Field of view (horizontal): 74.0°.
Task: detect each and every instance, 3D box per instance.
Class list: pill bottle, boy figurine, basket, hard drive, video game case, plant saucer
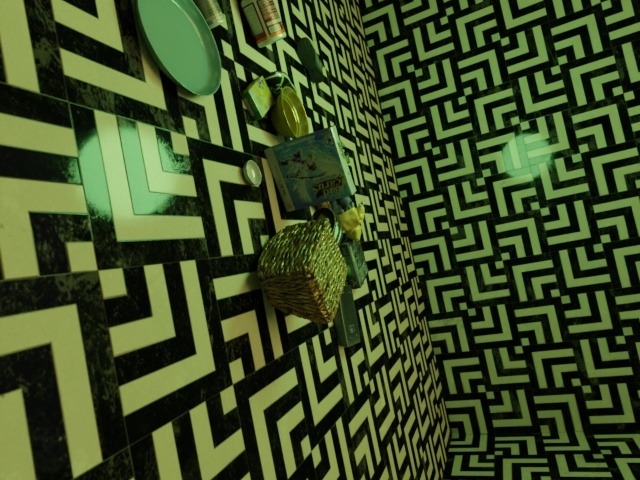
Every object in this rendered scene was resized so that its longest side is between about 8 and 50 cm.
[{"bbox_3d":[-0.351,-0.714,1.278,0.078,0.078,0.137,-70,141,-52],"label":"pill bottle"},{"bbox_3d":[0.126,-0.114,1.933,0.285,0.177,0.092,57,4,-37],"label":"boy figurine"},{"bbox_3d":[-0.060,0.104,1.352,0.299,0.214,0.223,-70,144,-53],"label":"basket"},{"bbox_3d":[0.106,0.322,1.823,0.172,0.054,0.254,11,68,-66],"label":"hard drive"},{"bbox_3d":[-0.224,-0.856,1.594,0.221,0.121,0.121,67,25,-23],"label":"pill bottle"},{"bbox_3d":[-0.038,-0.249,1.513,0.244,0.270,0.061,69,25,-17],"label":"video game case"},{"bbox_3d":[-0.385,-0.546,1.158,0.317,0.044,0.317,42,41,-53],"label":"plant saucer"}]

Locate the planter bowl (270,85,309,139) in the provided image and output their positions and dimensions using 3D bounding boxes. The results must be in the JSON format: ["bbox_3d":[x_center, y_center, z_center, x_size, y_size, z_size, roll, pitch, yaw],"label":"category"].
[{"bbox_3d":[-0.132,-0.474,1.644,0.217,0.090,0.217,42,42,-53],"label":"planter bowl"}]

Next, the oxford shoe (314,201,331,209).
[{"bbox_3d":[-0.015,-0.168,1.811,0.076,0.076,0.212,-47,131,-27],"label":"oxford shoe"}]

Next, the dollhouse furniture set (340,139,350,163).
[{"bbox_3d":[0.103,-0.451,2.196,0.152,0.076,0.058,32,49,-60],"label":"dollhouse furniture set"}]

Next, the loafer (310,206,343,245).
[{"bbox_3d":[0.000,0.000,1.643,0.130,0.134,0.366,53,32,-44],"label":"loafer"}]

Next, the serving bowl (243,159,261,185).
[{"bbox_3d":[-0.225,-0.216,1.372,0.083,0.027,0.083,-13,90,-68],"label":"serving bowl"}]

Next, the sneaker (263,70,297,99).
[{"bbox_3d":[-0.145,-0.590,1.684,0.235,0.084,0.097,4,76,-66],"label":"sneaker"}]

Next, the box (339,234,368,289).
[{"bbox_3d":[0.161,0.095,2.065,0.183,0.059,0.232,-51,125,-62],"label":"box"}]

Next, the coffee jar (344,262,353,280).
[{"bbox_3d":[0.062,0.125,1.770,0.184,0.096,0.079,26,56,-63],"label":"coffee jar"}]

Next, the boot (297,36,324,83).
[{"bbox_3d":[-0.051,-0.917,2.107,0.246,0.083,0.161,59,22,-48],"label":"boot"}]

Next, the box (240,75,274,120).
[{"bbox_3d":[-0.221,-0.517,1.525,0.105,0.043,0.179,62,29,-31],"label":"box"}]
